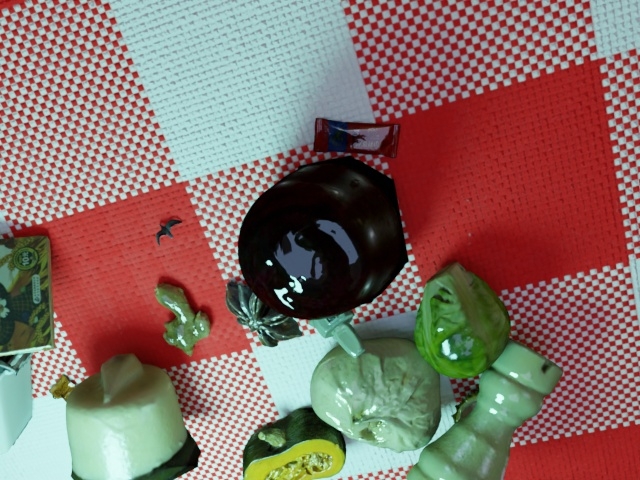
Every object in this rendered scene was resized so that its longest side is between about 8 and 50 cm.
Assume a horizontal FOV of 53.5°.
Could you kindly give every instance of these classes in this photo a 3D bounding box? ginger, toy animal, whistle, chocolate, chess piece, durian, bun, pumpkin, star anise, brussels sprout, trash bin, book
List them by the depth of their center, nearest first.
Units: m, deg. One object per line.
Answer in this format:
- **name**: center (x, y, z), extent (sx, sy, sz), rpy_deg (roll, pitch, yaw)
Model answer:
- **chocolate**: center (0.000, 0.000, 1.389), extent (0.383, 0.331, 0.384), rpy_deg (1, 94, 8)
- **brussels sprout**: center (0.340, 0.193, 1.546), extent (0.210, 0.219, 0.272), rpy_deg (-19, 90, -31)
- **chess piece**: center (0.420, 0.466, 1.579), extent (0.234, 0.234, 0.442), rpy_deg (33, 88, -9)
- **book**: center (-0.899, 0.153, 1.597), extent (0.427, 0.039, 0.300), rpy_deg (-7, 76, -10)
- **whistle**: center (0.026, 0.186, 1.605), extent (0.253, 0.105, 0.102), rpy_deg (50, 118, 22)
- **toy animal**: center (-0.394, -0.027, 1.620), extent (0.084, 0.050, 0.028), rpy_deg (-50, 140, -14)
- **star anise**: center (-0.152, 0.183, 1.641), extent (0.236, 0.093, 0.229), rpy_deg (24, 135, 15)
- **bun**: center (0.152, 0.414, 1.657), extent (0.360, 0.213, 0.362), rpy_deg (2, 115, 4)
- **chocolate**: center (-0.519, 0.477, 1.690), extent (0.313, 0.326, 0.297), rpy_deg (-19, 121, -34)
- **ginger**: center (-0.383, 0.212, 1.706), extent (0.133, 0.059, 0.214), rpy_deg (-38, 107, 14)
- **durian**: center (0.433, 0.456, 1.729), extent (0.140, 0.078, 0.225), rpy_deg (13, 92, 11)
- **trash bin**: center (-0.909, 0.395, 1.746), extent (0.295, 0.256, 0.368), rpy_deg (7, 120, 1)
- **pumpkin**: center (-0.086, 0.592, 1.797), extent (0.317, 0.139, 0.222), rpy_deg (-29, 110, 18)

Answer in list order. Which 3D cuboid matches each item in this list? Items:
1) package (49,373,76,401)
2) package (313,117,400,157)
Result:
- **package**: center (-0.737, 0.452, 1.858), extent (0.111, 0.033, 0.077), rpy_deg (45, 120, -8)
- **package**: center (0.084, -0.239, 1.486), extent (0.200, 0.022, 0.083), rpy_deg (4, 114, 2)
